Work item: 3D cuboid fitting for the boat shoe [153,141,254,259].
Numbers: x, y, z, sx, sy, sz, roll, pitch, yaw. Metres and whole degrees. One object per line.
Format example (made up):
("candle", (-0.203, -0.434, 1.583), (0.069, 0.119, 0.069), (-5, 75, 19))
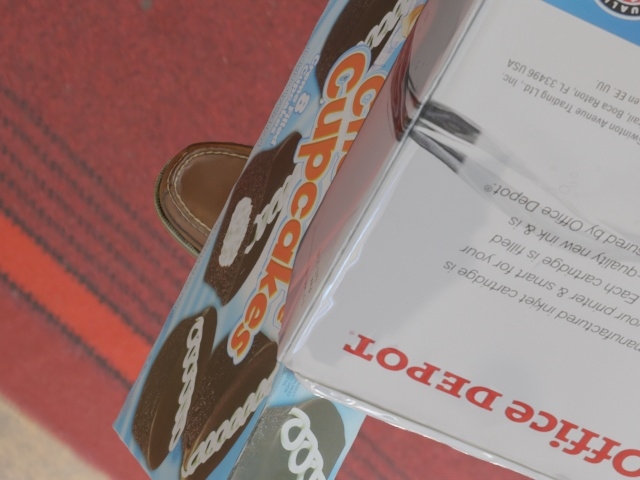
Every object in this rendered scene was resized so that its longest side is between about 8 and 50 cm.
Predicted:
("boat shoe", (0.023, 0.005, 1.185), (0.307, 0.104, 0.110), (25, 76, 1))

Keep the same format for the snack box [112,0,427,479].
("snack box", (0.000, 0.000, 0.903), (0.060, 0.187, 0.322), (26, 92, -24))

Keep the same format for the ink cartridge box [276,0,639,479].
("ink cartridge box", (0.088, -0.025, 0.500), (0.140, 0.082, 0.190), (23, 123, -10))
